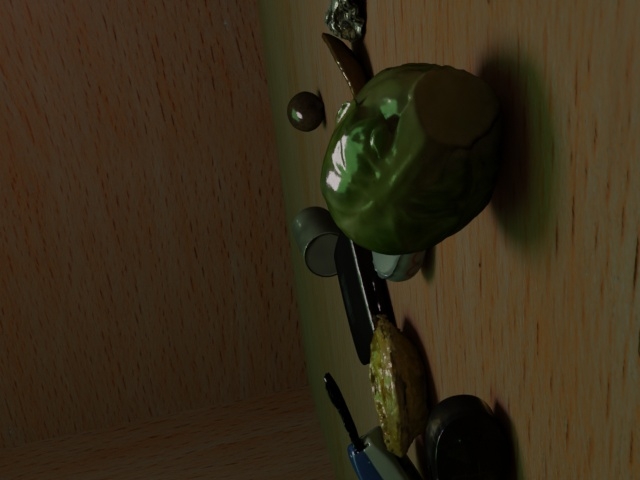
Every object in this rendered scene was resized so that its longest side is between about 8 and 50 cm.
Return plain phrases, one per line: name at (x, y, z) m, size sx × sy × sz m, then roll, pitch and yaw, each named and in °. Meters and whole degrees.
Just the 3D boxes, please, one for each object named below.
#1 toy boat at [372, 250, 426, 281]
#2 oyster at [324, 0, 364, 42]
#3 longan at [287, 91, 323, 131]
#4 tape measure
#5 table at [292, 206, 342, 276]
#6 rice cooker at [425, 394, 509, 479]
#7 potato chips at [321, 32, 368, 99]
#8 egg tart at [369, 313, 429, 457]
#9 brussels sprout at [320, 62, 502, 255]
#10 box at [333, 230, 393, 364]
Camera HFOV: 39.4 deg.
toy boat at (0.143, -0.021, 1.490) m, size 0.134 × 0.078 × 0.208 m, roll -120°, pitch 30°, yaw -48°
oyster at (0.042, -0.429, 1.670) m, size 0.177 × 0.064 × 0.125 m, roll 93°, pitch 170°, yaw -65°
longan at (-0.036, -0.337, 2.336) m, size 0.113 × 0.092 × 0.114 m, roll -13°, pitch 70°, yaw 42°
tape measure at (0.102, 0.428, 1.828) m, size 0.351 × 0.097 × 0.215 m, roll 57°, pitch -175°, yaw 10°
table at (0.000, 0.000, 2.392) m, size 0.220 × 0.126 × 0.127 m, roll -116°, pitch 17°, yaw -66°
rice cooker at (0.203, 0.299, 1.249) m, size 0.106 × 0.112 × 0.165 m, roll -103°, pitch 7°, yaw -65°
potato chips at (0.057, -0.324, 1.723) m, size 0.202 × 0.049 × 0.150 m, roll -114°, pitch 0°, yaw -49°
egg tart at (0.153, 0.278, 1.739) m, size 0.279 × 0.094 × 0.279 m, roll 174°, pitch 90°, yaw -86°
brussels sprout at (0.104, -0.096, 1.035) m, size 0.244 × 0.244 × 0.244 m, roll 169°, pitch 90°, yaw -83°
box at (0.096, 0.128, 2.031) m, size 0.290 × 0.073 × 0.289 m, roll 102°, pitch 155°, yaw -72°
